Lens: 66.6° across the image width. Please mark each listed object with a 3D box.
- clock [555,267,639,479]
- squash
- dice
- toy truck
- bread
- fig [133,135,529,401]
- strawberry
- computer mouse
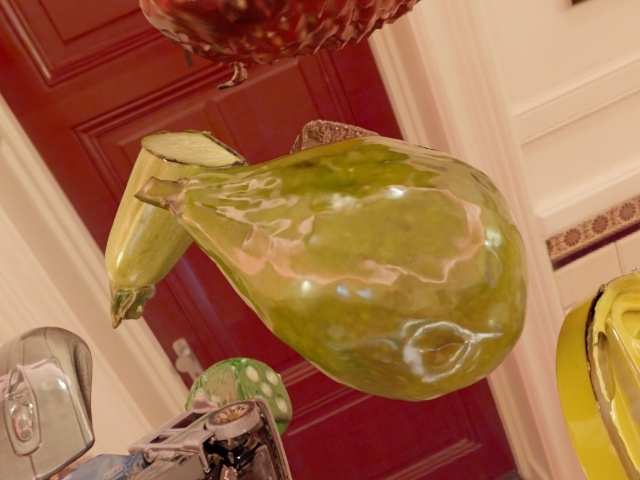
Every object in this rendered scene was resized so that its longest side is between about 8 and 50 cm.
[{"bbox_3d":[0.304,0.163,0.382,0.071,0.276,0.294,124,159,-49],"label":"clock"},{"bbox_3d":[-0.229,-0.024,0.645,0.288,0.137,0.137,-53,19,7],"label":"squash"},{"bbox_3d":[-0.134,0.273,0.802,0.128,0.131,0.120,-40,51,16],"label":"dice"},{"bbox_3d":[-0.186,0.278,0.433,0.175,0.147,0.367,-12,5,36],"label":"toy truck"},{"bbox_3d":[-0.001,-0.163,1.139,0.165,0.113,0.416,6,-9,-13],"label":"bread"},{"bbox_3d":[0.028,-0.011,0.435,0.233,0.314,0.233,-45,4,4],"label":"fig"},{"bbox_3d":[-0.026,-0.287,0.465,0.343,0.292,0.292,-48,25,-10],"label":"strawberry"},{"bbox_3d":[-0.510,0.273,0.862,0.188,0.122,0.371,-24,43,-15],"label":"computer mouse"}]
